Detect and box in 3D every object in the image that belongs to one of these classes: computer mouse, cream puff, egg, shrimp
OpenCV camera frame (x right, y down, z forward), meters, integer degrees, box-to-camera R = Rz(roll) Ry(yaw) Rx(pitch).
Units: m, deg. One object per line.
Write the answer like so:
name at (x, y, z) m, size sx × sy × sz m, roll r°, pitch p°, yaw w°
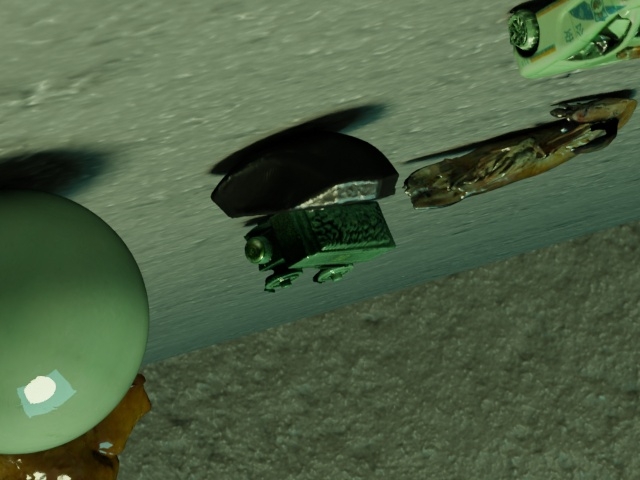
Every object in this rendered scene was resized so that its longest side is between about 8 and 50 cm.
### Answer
computer mouse at (-0.015, -0.048, 1.147) m, size 0.099 × 0.057 × 0.172 m, roll -13°, pitch -175°, yaw -39°
cream puff at (-0.287, 0.160, 1.585) m, size 0.269 × 0.241 × 0.155 m, roll -46°, pitch -166°, yaw -26°
egg at (-0.198, 0.053, 1.022) m, size 0.168 × 0.168 × 0.231 m, roll -13°, pitch 177°, yaw -24°
shrimp at (0.181, -0.077, 1.397) m, size 0.219 × 0.046 × 0.152 m, roll -19°, pitch 175°, yaw -11°

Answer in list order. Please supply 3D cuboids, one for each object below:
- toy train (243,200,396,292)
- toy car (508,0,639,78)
toy train at (0.000, 0.000, 1.535) m, size 0.099 × 0.070 × 0.172 m, roll -29°, pitch 167°, yaw 31°
toy car at (0.176, -0.129, 0.901) m, size 0.093 × 0.058 × 0.186 m, roll -11°, pitch 172°, yaw -25°
